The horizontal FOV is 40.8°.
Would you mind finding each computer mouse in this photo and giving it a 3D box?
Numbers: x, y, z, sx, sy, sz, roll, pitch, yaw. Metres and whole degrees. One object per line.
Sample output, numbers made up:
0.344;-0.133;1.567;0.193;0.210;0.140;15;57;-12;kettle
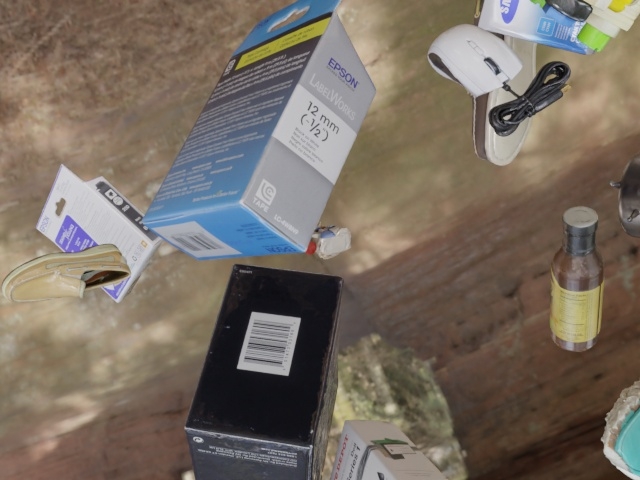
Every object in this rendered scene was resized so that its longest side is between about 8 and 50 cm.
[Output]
0.177;-0.190;0.933;0.106;0.193;0.042;-36;136;-5;computer mouse

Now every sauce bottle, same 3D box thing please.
0.543;0.082;1.819;0.111;0.111;0.344;-19;128;-12;sauce bottle

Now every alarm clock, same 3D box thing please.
0.499;-0.063;1.290;0.064;0.129;0.192;9;175;44;alarm clock

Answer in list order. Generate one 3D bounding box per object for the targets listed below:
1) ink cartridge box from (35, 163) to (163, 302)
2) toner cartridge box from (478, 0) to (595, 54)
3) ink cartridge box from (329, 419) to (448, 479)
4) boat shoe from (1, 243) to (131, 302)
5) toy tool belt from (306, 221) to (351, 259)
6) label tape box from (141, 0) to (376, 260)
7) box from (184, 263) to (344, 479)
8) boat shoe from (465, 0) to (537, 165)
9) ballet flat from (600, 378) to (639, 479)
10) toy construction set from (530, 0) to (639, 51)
-0.387;-0.016;1.504;0.045;0.208;0.206;-48;180;-43;ink cartridge box
0.349;-0.448;1.196;0.075;0.165;0.347;-27;133;-60;toner cartridge box
0.096;0.379;1.250;0.093;0.160;0.219;9;-169;-24;ink cartridge box
-0.373;0.057;1.283;0.190;0.072;0.068;-21;141;-33;boat shoe
0.000;0.000;1.242;0.083;0.052;0.051;-12;-158;-32;toy tool belt
-0.059;-0.150;1.105;0.115;0.347;0.249;38;155;-28;label tape box
-0.075;0.246;1.296;0.183;0.296;0.294;7;137;6;box
0.297;-0.286;1.450;0.117;0.324;0.097;8;179;-44;boat shoe
0.566;0.239;1.325;0.409;0.147;0.147;-24;163;-22;ballet flat
0.191;-0.290;0.836;0.328;0.215;0.151;9;123;-10;toy construction set
